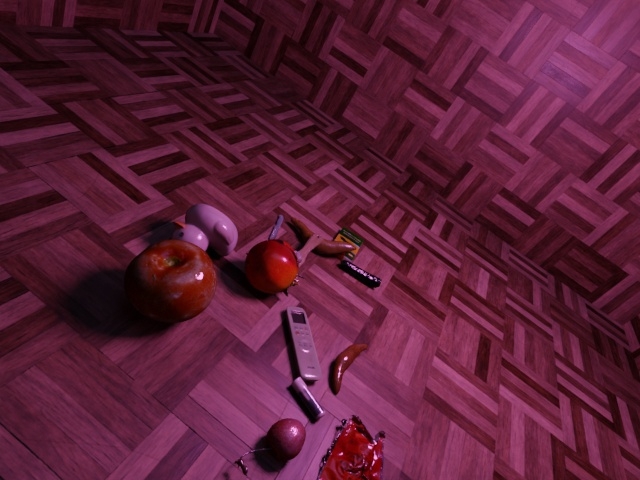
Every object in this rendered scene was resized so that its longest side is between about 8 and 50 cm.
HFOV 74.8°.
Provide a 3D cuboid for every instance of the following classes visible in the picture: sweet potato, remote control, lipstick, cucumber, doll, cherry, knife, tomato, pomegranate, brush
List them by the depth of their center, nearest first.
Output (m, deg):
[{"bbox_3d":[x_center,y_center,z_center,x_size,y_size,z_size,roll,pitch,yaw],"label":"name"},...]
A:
[{"bbox_3d":[-0.125,0.575,1.150,0.225,0.090,0.107,-27,79,-44],"label":"cherry"},{"bbox_3d":[-0.462,0.138,1.305,0.270,0.222,0.270,5,36,-4],"label":"tomato"},{"bbox_3d":[-0.040,0.508,1.344,0.040,0.040,0.141,-13,55,-48],"label":"lipstick"},{"bbox_3d":[-0.066,0.366,1.504,0.090,0.038,0.309,14,38,-27],"label":"remote control"},{"bbox_3d":[0.092,0.443,1.524,0.078,0.058,0.255,54,38,-5],"label":"sweet potato"},{"bbox_3d":[-0.441,-0.013,1.572,0.251,0.221,0.221,44,22,-38],"label":"doll"},{"bbox_3d":[-0.177,0.107,1.601,0.235,0.210,0.210,48,28,-22],"label":"pomegranate"},{"bbox_3d":[-0.080,0.053,1.810,0.070,0.065,0.327,33,45,11],"label":"brush"},{"bbox_3d":[-0.204,-0.061,1.957,0.028,0.015,0.210,32,33,-13],"label":"knife"},{"bbox_3d":[0.185,0.154,1.968,0.215,0.058,0.052,29,67,-1],"label":"cucumber"},{"bbox_3d":[-0.006,0.003,1.976,0.346,0.079,0.108,27,52,8],"label":"sweet potato"}]

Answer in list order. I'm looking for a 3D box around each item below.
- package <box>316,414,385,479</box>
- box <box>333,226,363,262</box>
[{"bbox_3d":[0.110,0.664,1.247,0.194,0.071,0.269,22,36,10],"label":"package"},{"bbox_3d":[0.129,0.024,2.107,0.132,0.034,0.235,34,33,1],"label":"box"}]
